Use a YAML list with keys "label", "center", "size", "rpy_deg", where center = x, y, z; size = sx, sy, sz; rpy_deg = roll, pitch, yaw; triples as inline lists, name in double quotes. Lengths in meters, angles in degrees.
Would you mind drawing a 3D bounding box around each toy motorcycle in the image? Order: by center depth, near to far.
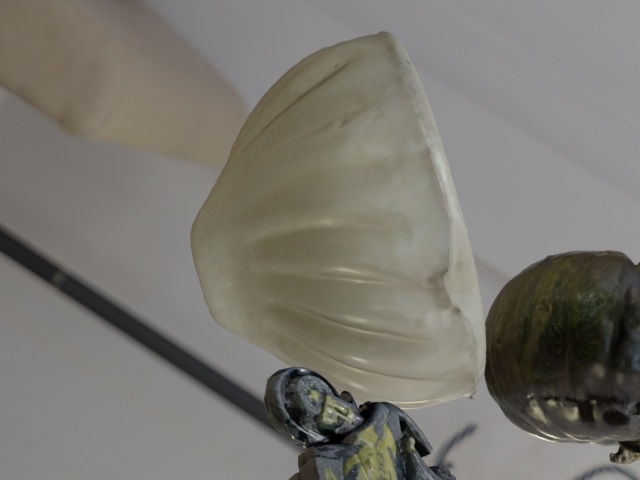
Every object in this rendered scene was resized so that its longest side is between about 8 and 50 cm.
- label: "toy motorcycle"
  center: [0.037, 0.157, 0.940]
  size: [0.124, 0.193, 0.061]
  rpy_deg: [9, 138, -39]

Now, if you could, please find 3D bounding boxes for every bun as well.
- label: "bun"
  center: [0.000, 0.000, 1.119]
  size: [0.175, 0.263, 0.263]
  rpy_deg: [-13, 162, -5]

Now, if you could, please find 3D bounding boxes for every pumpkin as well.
- label: "pumpkin"
  center: [0.244, 0.101, 1.337]
  size: [0.238, 0.238, 0.159]
  rpy_deg: [89, 9, -72]
